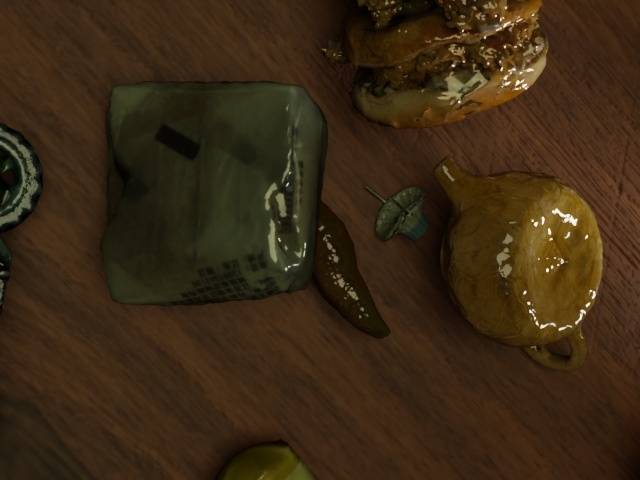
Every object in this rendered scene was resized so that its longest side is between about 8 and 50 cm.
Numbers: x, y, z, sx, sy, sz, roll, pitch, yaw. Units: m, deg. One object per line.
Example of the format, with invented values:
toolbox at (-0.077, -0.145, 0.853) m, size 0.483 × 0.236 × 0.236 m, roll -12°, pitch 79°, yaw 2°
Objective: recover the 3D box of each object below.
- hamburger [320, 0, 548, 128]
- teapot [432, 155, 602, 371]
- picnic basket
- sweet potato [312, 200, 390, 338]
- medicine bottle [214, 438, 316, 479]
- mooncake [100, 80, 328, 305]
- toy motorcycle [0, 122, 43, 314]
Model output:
hamburger at (0.123, -0.255, 1.461) m, size 0.260 × 0.245 × 0.211 m, roll -7°, pitch 115°, yaw 13°
teapot at (0.219, 0.030, 1.534) m, size 0.203 × 0.167 × 0.311 m, roll -46°, pitch 121°, yaw -30°
picnic basket at (0.094, -0.035, 1.549) m, size 0.083 × 0.065 × 0.083 m, roll -47°, pitch 115°, yaw -2°
sweet potato at (0.000, 0.000, 1.533) m, size 0.067 × 0.067 × 0.274 m, roll -31°, pitch 88°, yaw -8°
medicine bottle at (-0.029, 0.344, 1.507) m, size 0.124 × 0.124 × 0.239 m, roll -35°, pitch 96°, yaw -8°
mooncake at (-0.117, -0.052, 1.460) m, size 0.254 × 0.136 × 0.250 m, roll 0°, pitch 87°, yaw 14°
toy motorcycle at (-0.439, 0.062, 1.405) m, size 0.236 × 0.168 × 0.410 m, roll 12°, pitch 84°, yaw -17°
